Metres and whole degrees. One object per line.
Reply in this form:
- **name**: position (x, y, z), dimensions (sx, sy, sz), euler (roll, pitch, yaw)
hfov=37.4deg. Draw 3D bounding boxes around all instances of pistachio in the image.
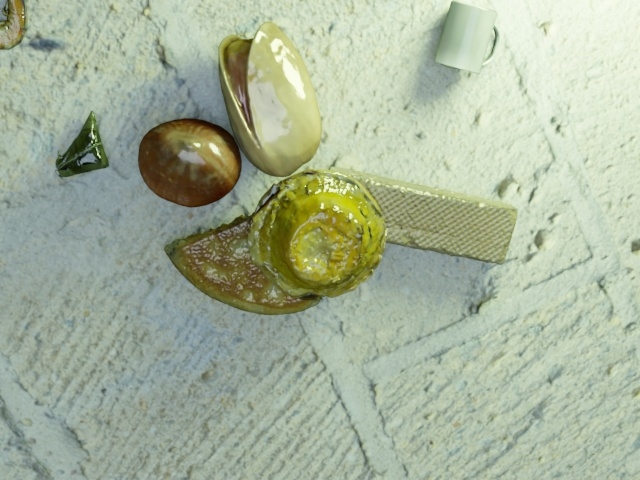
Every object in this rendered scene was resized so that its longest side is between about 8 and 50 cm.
- **pistachio**: position (-0.106, -0.272, 1.877), dimensions (0.187, 0.187, 0.299), euler (-20, 106, 0)

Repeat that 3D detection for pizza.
- **pizza**: position (-0.163, 0.072, 2.019), dimensions (0.268, 0.087, 0.258), euler (-21, 109, 1)

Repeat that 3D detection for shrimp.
- **shrimp**: position (-0.668, -0.454, 1.835), dimensions (0.195, 0.035, 0.148), euler (8, 107, -16)

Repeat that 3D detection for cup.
- **cup**: position (0.303, -0.414, 1.940), dimensions (0.099, 0.136, 0.133), euler (20, 104, 23)

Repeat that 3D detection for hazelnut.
- **hazelnut**: position (-0.259, -0.157, 1.880), dimensions (0.214, 0.214, 0.176), euler (-1, 80, -6)

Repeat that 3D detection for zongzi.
- **zongzi**: position (-0.498, -0.194, 1.926), dimensions (0.109, 0.055, 0.119), euler (-15, 95, 0)

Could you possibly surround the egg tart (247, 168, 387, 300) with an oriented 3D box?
- **egg tart**: position (0.000, 0.000, 1.914), dimensions (0.294, 0.116, 0.295), euler (-3, 110, -10)

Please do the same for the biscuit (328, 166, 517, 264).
- **biscuit**: position (0.205, -0.049, 2.030), dimensions (0.426, 0.078, 0.144), euler (12, 105, -9)
